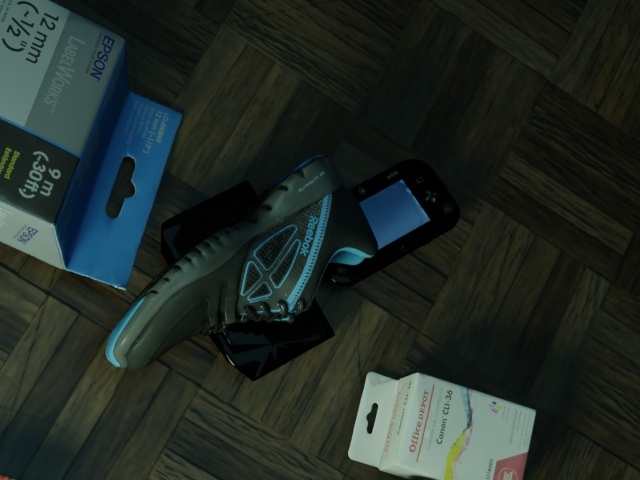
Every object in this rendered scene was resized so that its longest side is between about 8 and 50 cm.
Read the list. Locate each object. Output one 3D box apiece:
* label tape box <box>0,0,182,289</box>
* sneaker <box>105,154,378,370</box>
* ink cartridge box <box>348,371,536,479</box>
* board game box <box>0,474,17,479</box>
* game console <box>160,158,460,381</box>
[{"bbox_3d":[-0.318,-0.130,1.423,0.348,0.115,0.249,25,62,-19],"label":"label tape box"},{"bbox_3d":[-0.080,0.046,1.443,0.341,0.125,0.139,-38,95,-20],"label":"sneaker"},{"bbox_3d":[0.143,0.228,1.545,0.198,0.067,0.115,18,71,-13],"label":"ink cartridge box"},{"bbox_3d":[-0.373,0.320,1.357,0.141,0.048,0.170,19,71,-12],"label":"board game box"},{"bbox_3d":[0.000,0.000,1.570,0.361,0.044,0.213,-29,87,-23],"label":"game console"}]
